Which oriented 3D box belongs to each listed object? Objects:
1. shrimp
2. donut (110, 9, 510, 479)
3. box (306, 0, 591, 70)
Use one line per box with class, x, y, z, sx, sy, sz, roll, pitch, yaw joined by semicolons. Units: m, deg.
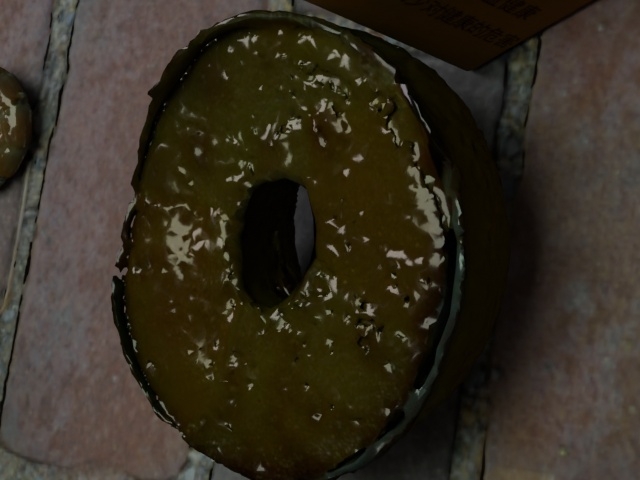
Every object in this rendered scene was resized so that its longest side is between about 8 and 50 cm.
shrimp;-0.274;-0.091;1.474;0.180;0.041;0.099;19;106;40
donut;0.000;0.000;1.147;0.272;0.107;0.272;6;100;37
box;0.129;-0.202;1.073;0.274;0.174;0.076;-29;63;32
